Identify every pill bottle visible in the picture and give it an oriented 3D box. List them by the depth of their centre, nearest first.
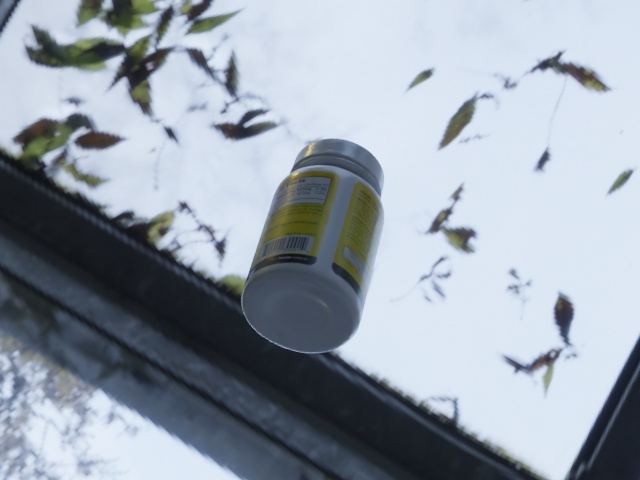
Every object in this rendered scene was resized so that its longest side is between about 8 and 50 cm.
[{"bbox_3d":[0.000,0.000,1.330,0.119,0.209,0.119,9,-44,8],"label":"pill bottle"}]
